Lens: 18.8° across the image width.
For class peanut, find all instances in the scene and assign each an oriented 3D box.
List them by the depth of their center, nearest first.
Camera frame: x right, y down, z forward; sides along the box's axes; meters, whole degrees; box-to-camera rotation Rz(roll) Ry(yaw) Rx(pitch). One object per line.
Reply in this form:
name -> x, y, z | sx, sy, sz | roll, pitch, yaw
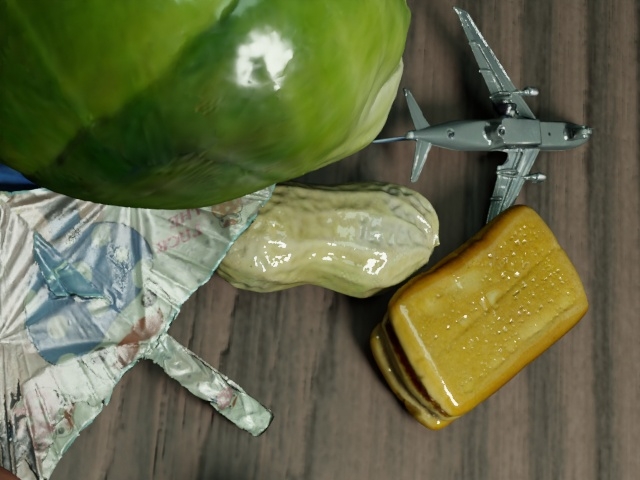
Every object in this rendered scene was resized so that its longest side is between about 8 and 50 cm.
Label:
peanut -> 0.000, 0.000, 1.550 | 0.214, 0.090, 0.098 | 0, 63, -26

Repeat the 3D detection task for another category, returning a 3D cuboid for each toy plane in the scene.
toy plane -> 0.156, -0.092, 1.692 | 0.226, 0.058, 0.226 | -3, 87, -29

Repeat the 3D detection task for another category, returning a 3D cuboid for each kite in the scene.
kite -> -0.139, 0.064, 1.420 | 0.335, 0.011, 0.314 | -52, 127, -11

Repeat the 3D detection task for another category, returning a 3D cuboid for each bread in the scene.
bread -> 0.130, 0.062, 1.601 | 0.200, 0.077, 0.116 | -35, 88, -36

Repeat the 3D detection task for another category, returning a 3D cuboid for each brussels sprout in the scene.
brussels sprout -> -0.093, -0.154, 1.293 | 0.355, 0.289, 0.281 | 13, 50, -48

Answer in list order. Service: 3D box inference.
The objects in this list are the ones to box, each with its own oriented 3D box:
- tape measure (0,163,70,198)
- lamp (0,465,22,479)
tape measure -> -0.227, -0.129, 1.456 | 0.259, 0.138, 0.262 | -27, 84, -33
lamp -> -0.270, 0.271, 1.176 | 0.305, 0.239, 0.305 | -3, 96, -28
